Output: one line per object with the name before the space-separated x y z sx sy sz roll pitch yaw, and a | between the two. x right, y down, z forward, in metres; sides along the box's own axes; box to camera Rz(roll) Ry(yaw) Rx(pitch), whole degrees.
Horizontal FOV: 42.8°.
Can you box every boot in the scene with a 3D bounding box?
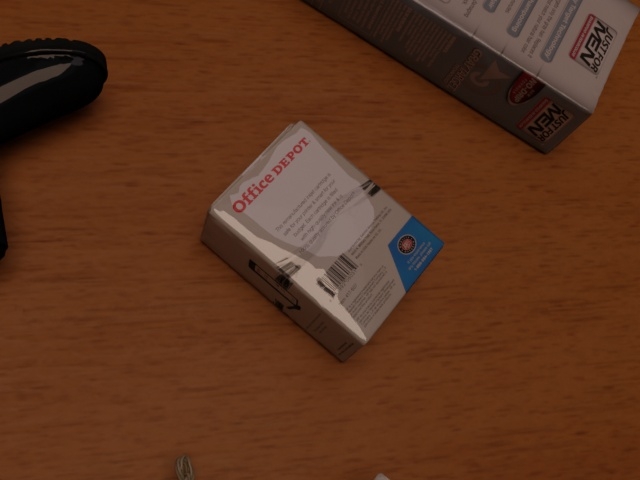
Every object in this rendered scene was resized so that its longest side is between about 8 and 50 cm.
boot | -0.315 -0.076 0.781 0.246 0.094 0.207 -11 70 -12

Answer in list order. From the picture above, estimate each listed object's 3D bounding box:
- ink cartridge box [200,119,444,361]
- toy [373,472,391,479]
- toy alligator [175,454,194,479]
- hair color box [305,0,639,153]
ink cartridge box | 0.000 0.000 0.846 0.203 0.086 0.148 41 65 3
toy | 0.039 0.348 0.733 0.136 0.056 0.237 35 82 14
toy alligator | -0.122 0.291 0.725 0.051 0.056 0.190 -21 72 20
hair color box | 0.177 -0.291 0.992 0.374 0.114 0.185 32 65 -1
